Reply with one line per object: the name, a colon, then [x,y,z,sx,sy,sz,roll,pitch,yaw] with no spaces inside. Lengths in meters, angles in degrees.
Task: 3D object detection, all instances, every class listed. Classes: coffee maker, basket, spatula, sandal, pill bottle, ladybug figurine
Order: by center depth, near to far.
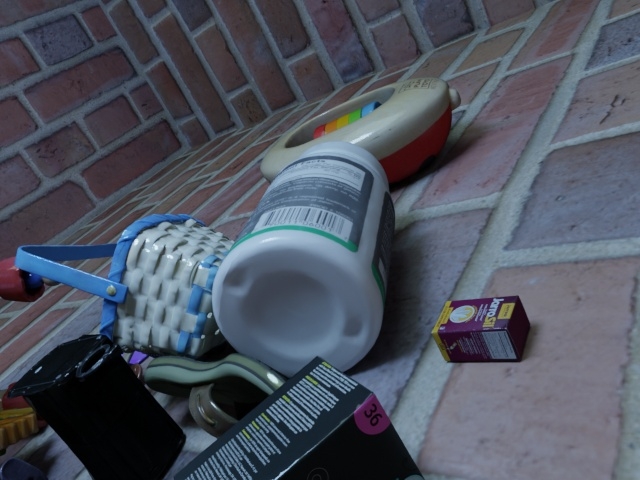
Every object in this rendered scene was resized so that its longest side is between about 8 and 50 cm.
sandal: [-0.104,0.190,0.644,0.302,0.120,0.086,-11,50,44]
coffee maker: [-0.254,0.212,0.664,0.120,0.178,0.171,-43,23,-29]
pill bottle: [0.000,0.000,0.785,0.204,0.204,0.361,-21,23,21]
basket: [-0.248,0.057,0.819,0.288,0.201,0.254,21,8,16]
spatula: [-0.261,0.178,0.956,0.296,0.030,0.084,-9,30,41]
ladybug figurine: [0.084,-0.194,1.173,0.449,0.162,0.305,-16,25,31]

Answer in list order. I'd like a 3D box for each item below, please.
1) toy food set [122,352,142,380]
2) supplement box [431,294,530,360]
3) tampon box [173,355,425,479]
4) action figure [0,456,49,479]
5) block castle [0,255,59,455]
toy food set: [-0.348,0.234,0.908,0.217,0.071,0.128,-12,51,42]
supplement box: [0.167,0.093,0.585,0.083,0.043,0.055,-11,26,38]
tampon box: [-0.013,0.201,0.461,0.161,0.121,0.101,-37,22,-18]
action figure: [-0.461,0.373,0.692,0.284,0.099,0.185,-25,28,21]
block castle: [-0.524,0.165,0.769,0.212,0.303,0.453,-6,-4,-1]
